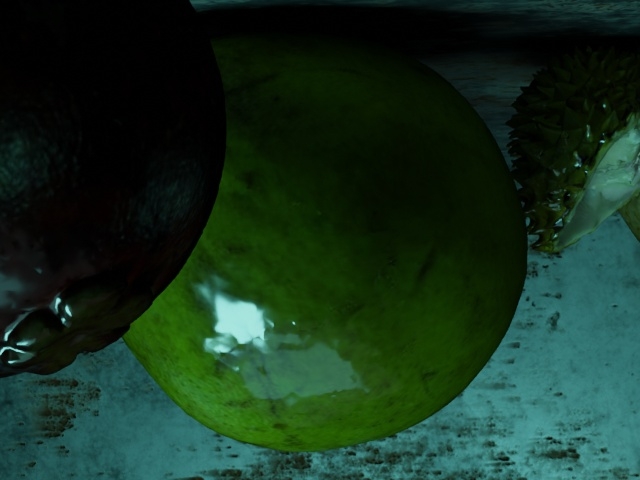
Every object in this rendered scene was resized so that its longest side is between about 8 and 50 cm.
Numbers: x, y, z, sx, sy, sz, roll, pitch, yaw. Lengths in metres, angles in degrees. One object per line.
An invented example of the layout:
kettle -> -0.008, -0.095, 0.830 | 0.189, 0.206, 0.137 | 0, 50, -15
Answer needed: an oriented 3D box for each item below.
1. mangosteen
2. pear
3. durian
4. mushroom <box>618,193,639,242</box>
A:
mangosteen -> -0.222, -0.087, 1.131 | 0.306, 0.359, 0.306 | -29, 163, -9
pear -> 0.000, 0.000, 1.578 | 0.413, 0.352, 0.352 | 16, 166, -41
durian -> 0.226, -0.091, 1.701 | 0.183, 0.138, 0.249 | -40, 170, 3
mushroom -> 0.428, -0.060, 1.948 | 0.263, 0.195, 0.283 | 4, 177, 7
